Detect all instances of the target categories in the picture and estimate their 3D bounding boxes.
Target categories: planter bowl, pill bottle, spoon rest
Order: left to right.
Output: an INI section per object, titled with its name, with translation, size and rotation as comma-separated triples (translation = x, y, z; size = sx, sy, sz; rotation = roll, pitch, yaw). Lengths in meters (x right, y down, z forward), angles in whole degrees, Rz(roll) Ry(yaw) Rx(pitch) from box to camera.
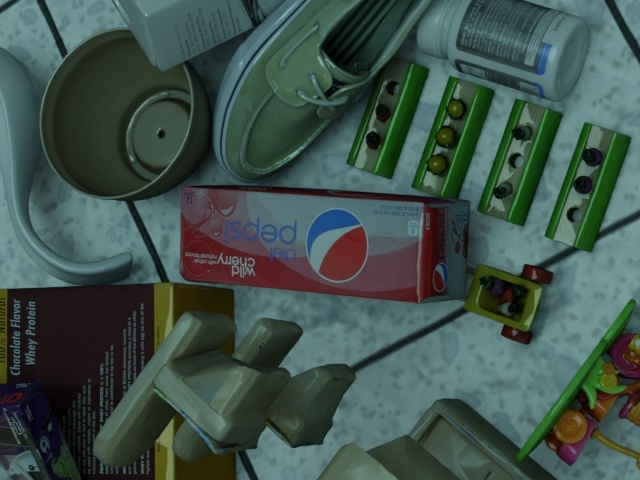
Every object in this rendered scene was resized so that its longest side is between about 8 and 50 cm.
[spoon rest]
translation = -0.282, -0.073, 1.868
size = 0.084, 0.137, 0.276
rotation = -27, 77, -20
[planter bowl]
translation = -0.168, -0.109, 1.820
size = 0.162, 0.109, 0.162
rotation = -4, 79, 23
[pill bottle]
translation = 0.159, -0.177, 1.705
size = 0.137, 0.078, 0.078
rotation = 21, 94, 23

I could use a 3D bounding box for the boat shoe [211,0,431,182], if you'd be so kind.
[boat shoe]
translation = 0.001, -0.166, 1.727
size = 0.302, 0.109, 0.094
rotation = -55, 31, 22

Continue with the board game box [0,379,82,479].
[board game box]
translation = -0.292, 0.289, 1.777
size = 0.208, 0.056, 0.346
rotation = -5, 118, 28

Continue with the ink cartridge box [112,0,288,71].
[ink cartridge box]
translation = -0.095, -0.267, 1.758
size = 0.203, 0.086, 0.148
rotation = -28, 59, -11

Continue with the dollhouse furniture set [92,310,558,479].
[dollhouse furniture set]
translation = 0.029, 0.272, 1.553
size = 0.362, 0.394, 0.256
rotation = 39, 101, 21

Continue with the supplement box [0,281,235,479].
[supplement box]
translation = -0.194, 0.138, 1.803
size = 0.194, 0.129, 0.191
rotation = -3, 85, 22

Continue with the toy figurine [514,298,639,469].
[toy figurine]
translation = 0.277, 0.162, 1.630
size = 0.159, 0.130, 0.173
rotation = 36, 75, 8

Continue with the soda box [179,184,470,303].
[soda box]
translation = 0.000, 0.000, 1.728
size = 0.263, 0.083, 0.092
rotation = 4, 95, 33

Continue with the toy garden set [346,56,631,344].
[toy garden set]
translation = 0.126, -0.037, 1.724
size = 0.244, 0.049, 0.203
rotation = 21, 94, 23
